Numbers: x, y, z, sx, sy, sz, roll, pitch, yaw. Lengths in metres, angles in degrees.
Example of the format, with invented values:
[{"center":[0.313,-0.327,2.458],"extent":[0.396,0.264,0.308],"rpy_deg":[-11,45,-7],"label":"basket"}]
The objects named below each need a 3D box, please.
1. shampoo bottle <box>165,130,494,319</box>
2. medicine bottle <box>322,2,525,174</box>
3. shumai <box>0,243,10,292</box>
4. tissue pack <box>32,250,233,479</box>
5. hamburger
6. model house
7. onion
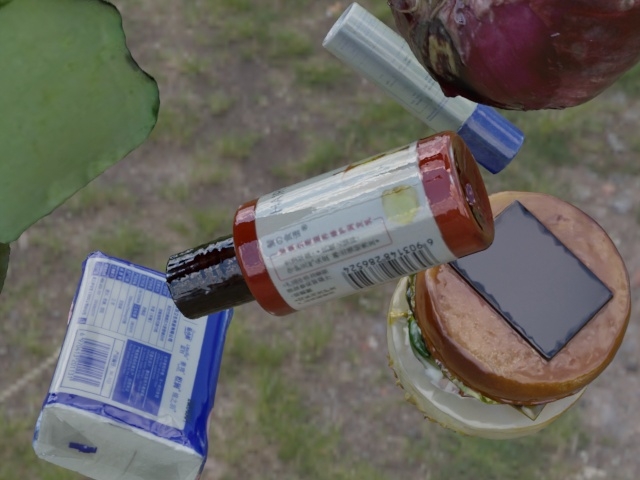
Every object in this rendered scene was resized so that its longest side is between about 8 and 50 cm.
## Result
[{"center":[0.000,0.000,1.249],"extent":[0.278,0.104,0.104],"rpy_deg":[-19,32,18],"label":"shampoo bottle"},{"center":[0.110,-0.159,1.565],"extent":[0.231,0.059,0.059],"rpy_deg":[37,37,-10],"label":"medicine bottle"},{"center":[-0.461,-0.049,1.489],"extent":[0.348,0.395,0.395],"rpy_deg":[15,37,32],"label":"shumai"},{"center":[-0.229,0.166,1.824],"extent":[0.209,0.137,0.270],"rpy_deg":[21,42,-14],"label":"tissue pack"},{"center":[0.215,0.093,1.783],"extent":[0.291,0.225,0.291],"rpy_deg":[5,67,-11],"label":"hamburger"},{"center":[-0.273,-0.151,1.205],"extent":[0.195,0.214,0.189],"rpy_deg":[-42,48,-7],"label":"model house"},{"center":[0.145,-0.212,1.026],"extent":[0.190,0.246,0.246],"rpy_deg":[-7,34,-42],"label":"onion"}]
